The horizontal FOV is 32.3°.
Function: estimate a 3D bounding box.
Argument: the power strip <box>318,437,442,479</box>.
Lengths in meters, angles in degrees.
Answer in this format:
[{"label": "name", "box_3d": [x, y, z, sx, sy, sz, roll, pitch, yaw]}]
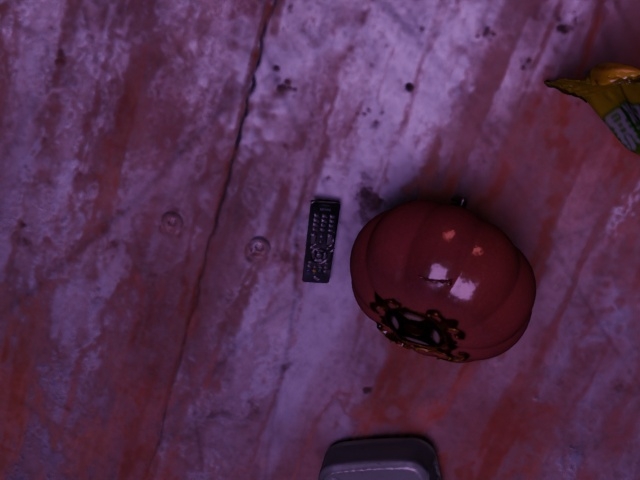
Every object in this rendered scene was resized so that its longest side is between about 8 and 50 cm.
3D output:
[{"label": "power strip", "box_3d": [0.115, 0.338, 1.215, 0.193, 0.059, 0.265, -6, 112, 16]}]

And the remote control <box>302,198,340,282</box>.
[{"label": "remote control", "box_3d": [0.000, 0.000, 1.116, 0.034, 0.016, 0.091, 3, 114, -10]}]

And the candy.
[{"label": "candy", "box_3d": [0.348, -0.087, 0.942, 0.297, 0.187, 0.081, 21, 90, -4]}]

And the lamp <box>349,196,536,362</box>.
[{"label": "lamp", "box_3d": [0.117, 0.033, 1.042, 0.182, 0.140, 0.182, 25, 155, 13]}]
